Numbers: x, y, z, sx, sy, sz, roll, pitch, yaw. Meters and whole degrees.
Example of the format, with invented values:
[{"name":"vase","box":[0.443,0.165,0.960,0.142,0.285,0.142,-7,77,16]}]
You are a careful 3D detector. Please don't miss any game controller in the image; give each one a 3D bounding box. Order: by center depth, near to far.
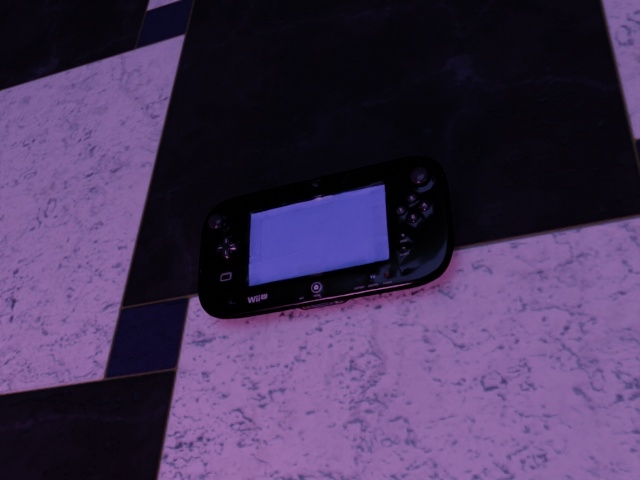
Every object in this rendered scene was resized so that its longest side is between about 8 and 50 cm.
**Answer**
[{"name":"game controller","box":[0.000,0.000,0.960,0.319,0.067,0.166,-12,51,20]}]
